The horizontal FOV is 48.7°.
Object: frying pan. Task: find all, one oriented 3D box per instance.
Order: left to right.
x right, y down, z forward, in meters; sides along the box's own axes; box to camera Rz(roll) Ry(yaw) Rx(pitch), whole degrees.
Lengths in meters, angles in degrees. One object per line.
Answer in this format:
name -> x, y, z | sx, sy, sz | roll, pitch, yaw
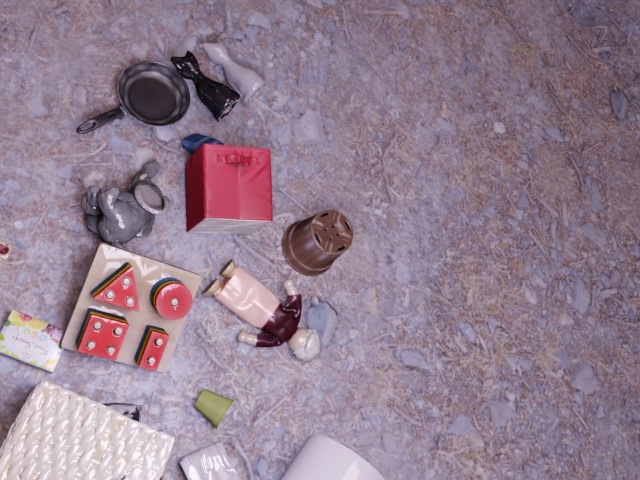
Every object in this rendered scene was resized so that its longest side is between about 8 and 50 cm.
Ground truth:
frying pan -> -0.478, -0.343, 1.881 | 0.197, 0.053, 0.326 | 34, 63, -12

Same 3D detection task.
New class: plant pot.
plant pot -> -0.266, 0.406, 1.738 | 0.079, 0.083, 0.083 | 33, 62, 0
plant pot -> 0.000, 0.000, 1.936 | 0.166, 0.165, 0.167 | 7, 72, -23

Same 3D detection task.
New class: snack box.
snack box -> -0.661, 0.233, 1.622 | 0.141, 0.037, 0.100 | 26, 66, -16

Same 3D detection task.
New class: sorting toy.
sorting toy -> -0.431, 0.169, 1.646 | 0.257, 0.089, 0.256 | 21, 91, -28

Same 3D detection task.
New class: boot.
boot -> -0.229, 0.610, 1.673 | 0.123, 0.095, 0.258 | -23, 84, -22

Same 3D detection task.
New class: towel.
towel -> -0.318, -0.260, 1.900 | 0.067, 0.119, 0.029 | -38, 132, -32

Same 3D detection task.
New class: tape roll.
tape roll -> 0.025, 0.612, 1.710 | 0.246, 0.246, 0.169 | 42, 61, -8

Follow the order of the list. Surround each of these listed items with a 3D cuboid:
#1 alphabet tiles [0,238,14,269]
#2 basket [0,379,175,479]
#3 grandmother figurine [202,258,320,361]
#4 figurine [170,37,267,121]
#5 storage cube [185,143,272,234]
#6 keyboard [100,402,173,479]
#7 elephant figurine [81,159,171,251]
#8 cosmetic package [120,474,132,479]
alphabet tiles -> -0.858, 0.044, 1.606 | 0.237, 0.009, 0.198 | 27, 65, -15
basket -> -0.517, 0.498, 1.459 | 0.328, 0.266, 0.331 | 27, 68, -11
grandmother figurine -> -0.131, 0.193, 1.858 | 0.342, 0.104, 0.208 | 42, 89, -11
figurine -> -0.285, -0.466, 1.980 | 0.209, 0.092, 0.215 | 47, 45, 0
storage cube -> -0.242, -0.127, 1.839 | 0.183, 0.215, 0.193 | 2, 79, -25
keyboard -> -0.451, 0.539, 1.630 | 0.201, 0.033, 0.317 | 8, 72, -17
elephant figurine -> -0.454, -0.089, 1.767 | 0.239, 0.169, 0.186 | -20, 112, -44
cosmetic package -> -0.402, 0.564, 1.302 | 0.099, 0.060, 0.239 | 40, 66, -6
